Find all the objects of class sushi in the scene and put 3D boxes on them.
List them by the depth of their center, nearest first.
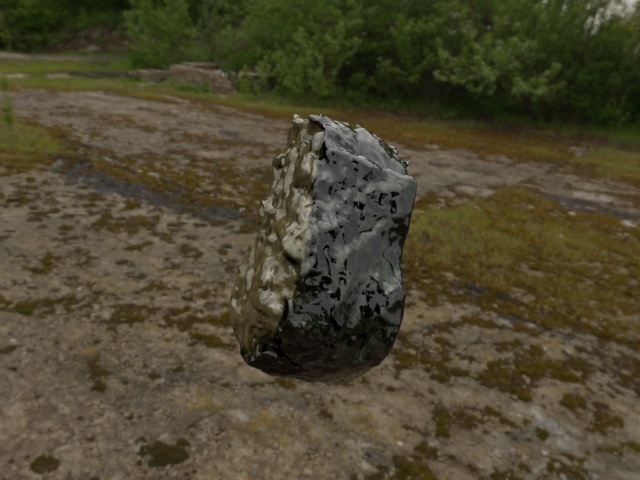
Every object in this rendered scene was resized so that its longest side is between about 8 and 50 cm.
[{"bbox_3d":[0.000,0.000,0.707,0.171,0.349,0.211,25,-30,-25],"label":"sushi"}]
